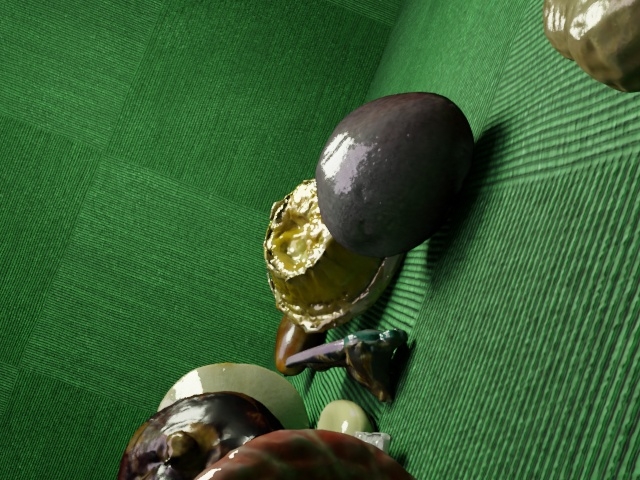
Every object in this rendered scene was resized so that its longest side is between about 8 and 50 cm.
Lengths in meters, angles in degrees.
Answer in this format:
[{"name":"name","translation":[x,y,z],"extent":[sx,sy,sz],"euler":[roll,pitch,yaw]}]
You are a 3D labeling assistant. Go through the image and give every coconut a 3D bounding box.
[{"name":"coconut","translation":[-0.173,0.386,1.184],"extent":[0.323,0.323,0.323],"euler":[-159,90,-85]}]

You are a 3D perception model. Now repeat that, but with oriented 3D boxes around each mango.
[{"name":"mango","translation":[-0.046,0.213,1.489],"extent":[0.267,0.111,0.133],"euler":[-78,-6,-53]}]

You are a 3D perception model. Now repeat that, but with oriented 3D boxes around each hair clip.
[{"name":"hair clip","translation":[0.025,0.177,0.909],"extent":[0.110,0.095,0.359],"euler":[-39,4,-18]}]

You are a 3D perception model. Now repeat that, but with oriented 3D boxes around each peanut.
[{"name":"peanut","translation":[0.212,-0.167,0.432],"extent":[0.104,0.085,0.228],"euler":[-57,8,24]}]

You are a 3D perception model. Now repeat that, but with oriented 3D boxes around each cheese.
[{"name":"cheese","translation":[0.040,0.254,0.757],"extent":[0.251,0.054,0.127],"euler":[125,160,-68]}]

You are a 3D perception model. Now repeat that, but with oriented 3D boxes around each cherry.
[{"name":"cherry","translation":[0.091,-0.085,0.816],"extent":[0.266,0.183,0.213],"euler":[-45,36,47]}]

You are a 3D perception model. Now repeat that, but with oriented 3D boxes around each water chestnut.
[{"name":"water chestnut","translation":[-0.157,0.413,0.918],"extent":[0.347,0.335,0.335],"euler":[88,-164,-54]}]

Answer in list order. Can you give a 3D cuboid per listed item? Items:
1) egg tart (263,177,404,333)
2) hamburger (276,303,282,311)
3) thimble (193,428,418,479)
[{"name":"egg tart","translation":[0.000,0.000,1.050],"extent":[0.315,0.120,0.315],"euler":[-22,56,36]},{"name":"hamburger","translation":[0.003,0.053,1.285],"extent":[0.246,0.170,0.246],"euler":[-172,90,-83]},{"name":"thimble","translation":[-0.018,0.250,0.383],"extent":[0.239,0.239,0.162],"euler":[-74,11,-45]}]
